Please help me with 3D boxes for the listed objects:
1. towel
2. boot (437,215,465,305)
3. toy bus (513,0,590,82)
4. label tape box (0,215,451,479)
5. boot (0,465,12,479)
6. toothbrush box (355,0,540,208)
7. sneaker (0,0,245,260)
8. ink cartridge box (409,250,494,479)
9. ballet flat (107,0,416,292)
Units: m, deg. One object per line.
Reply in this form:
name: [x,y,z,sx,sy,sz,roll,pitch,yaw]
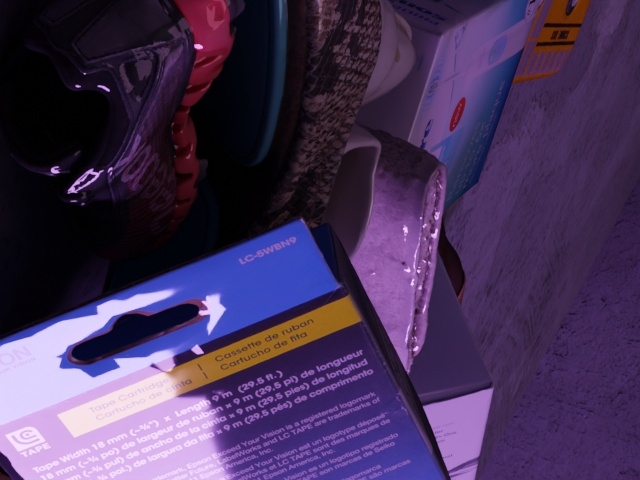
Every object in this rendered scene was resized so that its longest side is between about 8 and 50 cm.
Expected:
towel: [0.000,0.000,1.426,0.049,0.187,0.282,-51,158,-34]
boot: [0.083,0.090,2.099,0.248,0.090,0.207,-56,150,-29]
toy bus: [0.184,-0.231,1.856,0.130,0.108,0.333,-68,165,14]
label tape box: [-0.073,0.099,1.172,0.333,0.240,0.106,63,7,-45]
boot: [-0.233,0.286,1.318,0.264,0.096,0.280,30,77,-67]
toothbrush box: [0.069,-0.129,1.583,0.295,0.126,0.216,-33,144,-62]
sneaker: [-0.130,-0.064,1.065,0.135,0.097,0.276,-37,162,-29]
ink cartridge box: [0.052,0.144,1.713,0.307,0.129,0.223,94,-20,-52]
ballet flat: [-0.032,-0.067,1.228,0.182,0.164,0.483,-14,137,-32]
